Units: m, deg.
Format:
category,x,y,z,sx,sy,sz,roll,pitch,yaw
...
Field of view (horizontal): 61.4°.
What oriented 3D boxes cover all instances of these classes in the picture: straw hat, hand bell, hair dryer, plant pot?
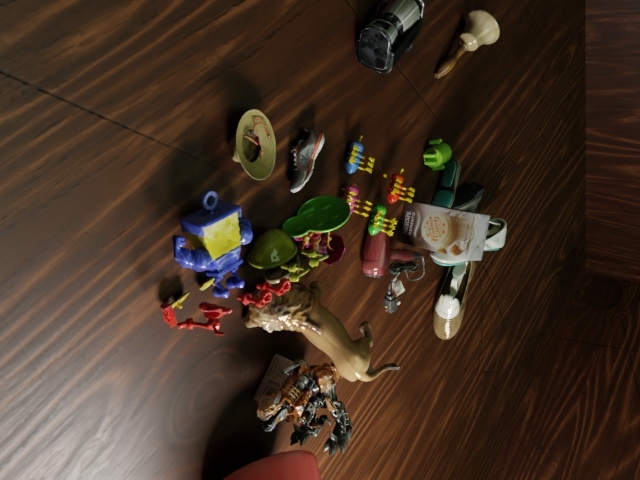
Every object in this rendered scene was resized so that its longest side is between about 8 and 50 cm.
category,x,y,z,sx,sy,sz,roll,pitch,yaw
straw hat,-0.152,-0.191,1.097,0.144,0.061,0.145,9,80,-61
hand bell,0.435,-0.593,1.681,0.242,0.126,0.126,-47,135,-14
hair dryer,0.202,0.042,1.590,0.223,0.080,0.294,-46,126,-37
plant pot,-0.093,0.650,1.206,0.274,0.243,0.275,-16,140,-14

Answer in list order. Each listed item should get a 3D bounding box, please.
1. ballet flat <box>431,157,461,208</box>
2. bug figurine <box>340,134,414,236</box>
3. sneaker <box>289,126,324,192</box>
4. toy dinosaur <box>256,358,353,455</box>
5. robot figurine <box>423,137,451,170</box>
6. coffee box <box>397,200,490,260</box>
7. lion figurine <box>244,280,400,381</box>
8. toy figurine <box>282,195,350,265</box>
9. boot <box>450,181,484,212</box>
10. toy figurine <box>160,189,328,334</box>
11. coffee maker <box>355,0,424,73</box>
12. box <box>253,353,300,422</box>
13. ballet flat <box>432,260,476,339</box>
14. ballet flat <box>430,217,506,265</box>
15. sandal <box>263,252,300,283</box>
category,x,y,z,sx,sy,sz,roll,pitch,yaw
ballet flat,0.430,-0.170,1.816,0.068,0.072,0.213,19,86,-56
bug figurine,0.136,-0.138,1.448,0.279,0.072,0.216,30,73,-41
sneaker,-0.048,-0.189,1.245,0.064,0.061,0.158,25,80,-24
toy dinosaur,-0.006,0.376,1.285,0.321,0.164,0.219,-16,97,-25
robot figurine,0.373,-0.272,1.714,0.115,0.067,0.101,-31,116,-42
coffee box,0.372,-0.034,1.644,0.098,0.246,0.141,1,100,-50
lion figurine,0.016,0.219,1.252,0.142,0.392,0.240,-58,175,11
toy figurine,0.000,0.000,1.323,0.173,0.130,0.159,-28,135,-17
boot,0.508,-0.099,1.933,0.246,0.083,0.161,-27,131,-39
toy figurine,-0.162,-0.004,1.055,0.362,0.191,0.217,-33,121,-42
coffee maker,0.180,-0.506,1.358,0.178,0.120,0.171,-53,138,-25
box,-0.082,0.372,1.356,0.137,0.072,0.126,44,67,-47
ballet flat,0.482,0.183,1.947,0.343,0.116,0.124,-65,156,-16
ballet flat,0.532,-0.015,1.910,0.400,0.139,0.139,-12,111,-40
sandal,-0.078,0.070,1.211,0.180,0.072,0.049,-68,145,-78
